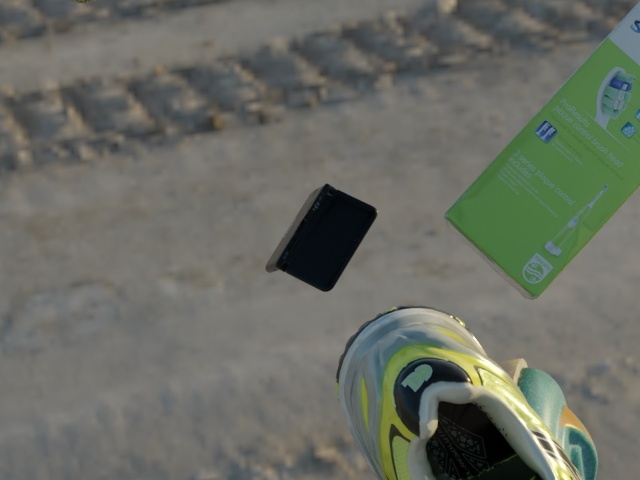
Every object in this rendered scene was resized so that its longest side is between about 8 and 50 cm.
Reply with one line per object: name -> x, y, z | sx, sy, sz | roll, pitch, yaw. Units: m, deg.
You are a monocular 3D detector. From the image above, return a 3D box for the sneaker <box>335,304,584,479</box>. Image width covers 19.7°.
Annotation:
sneaker -> 0.138, 0.225, 1.255 | 0.145, 0.385, 0.147 | -37, 11, 1

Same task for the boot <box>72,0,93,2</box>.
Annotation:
boot -> -0.098, -0.255, 0.971 | 0.095, 0.203, 0.262 | 19, 29, -20

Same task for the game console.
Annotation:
game console -> 0.000, 0.000, 2.249 | 0.122, 0.071, 0.107 | -58, 9, -13

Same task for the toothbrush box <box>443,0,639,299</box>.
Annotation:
toothbrush box -> 0.254, -0.084, 1.773 | 0.283, 0.122, 0.206 | -47, -4, 3

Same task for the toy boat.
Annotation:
toy boat -> 0.199, 0.261, 1.638 | 0.148, 0.318, 0.267 | -4, 35, 13
